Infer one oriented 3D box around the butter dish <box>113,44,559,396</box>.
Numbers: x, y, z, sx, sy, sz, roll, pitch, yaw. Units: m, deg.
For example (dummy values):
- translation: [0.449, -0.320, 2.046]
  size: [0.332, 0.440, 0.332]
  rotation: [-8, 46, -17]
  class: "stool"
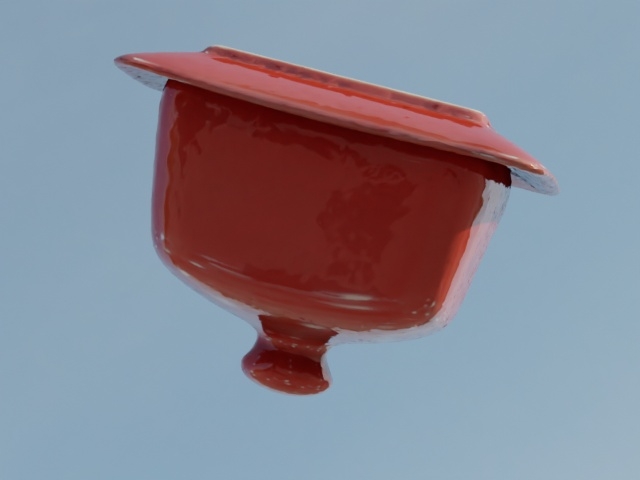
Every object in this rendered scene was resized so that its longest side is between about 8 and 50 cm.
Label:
- translation: [0.000, 0.000, 0.743]
  size: [0.160, 0.118, 0.160]
  rotation: [16, 1, 7]
  class: "butter dish"
